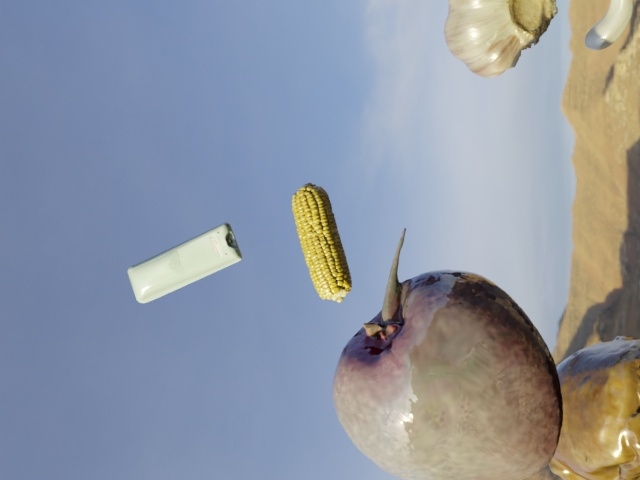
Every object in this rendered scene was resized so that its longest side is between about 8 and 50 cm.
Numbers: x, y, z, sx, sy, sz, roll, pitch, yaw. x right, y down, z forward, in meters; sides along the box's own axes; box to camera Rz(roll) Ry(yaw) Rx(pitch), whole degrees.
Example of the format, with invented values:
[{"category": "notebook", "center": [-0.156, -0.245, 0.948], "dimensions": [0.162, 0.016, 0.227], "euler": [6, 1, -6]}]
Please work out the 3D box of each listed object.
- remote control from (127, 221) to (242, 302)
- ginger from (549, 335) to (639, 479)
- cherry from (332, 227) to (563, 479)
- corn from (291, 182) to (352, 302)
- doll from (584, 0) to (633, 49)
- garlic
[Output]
[{"category": "remote control", "center": [-0.340, 0.056, 1.326], "dimensions": [0.051, 0.293, 0.103], "euler": [28, -141, -77]}, {"category": "ginger", "center": [0.412, 0.247, 0.760], "dimensions": [0.269, 0.223, 0.200], "euler": [46, -125, -24]}, {"category": "cherry", "center": [0.123, 0.139, 0.545], "dimensions": [0.266, 0.213, 0.183], "euler": [45, -165, 3]}, {"category": "corn", "center": [0.000, 0.000, 0.997], "dimensions": [0.080, 0.080, 0.238], "euler": [26, -135, -58]}, {"category": "doll", "center": [0.529, -0.415, 0.789], "dimensions": [0.159, 0.243, 0.310], "euler": [-107, 29, -53]}, {"category": "garlic", "center": [0.354, -0.453, 1.041], "dimensions": [0.256, 0.207, 0.207], "euler": [-61, -38, -30]}]
